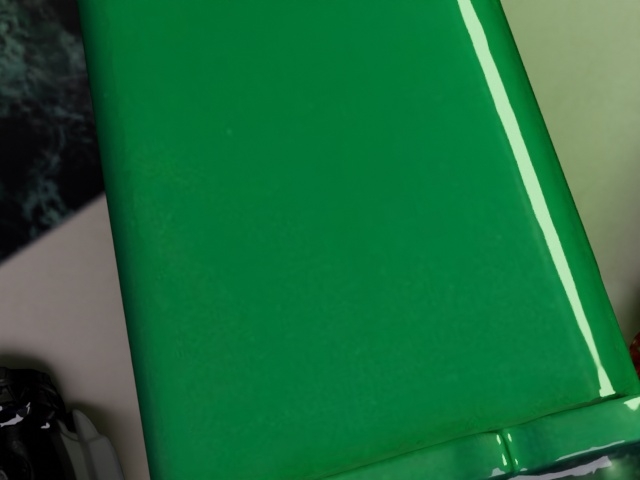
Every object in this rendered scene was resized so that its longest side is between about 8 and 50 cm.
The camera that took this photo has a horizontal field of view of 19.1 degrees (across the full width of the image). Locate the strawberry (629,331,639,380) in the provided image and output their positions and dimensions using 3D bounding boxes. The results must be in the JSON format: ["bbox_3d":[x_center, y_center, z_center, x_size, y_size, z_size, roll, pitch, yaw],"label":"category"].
[{"bbox_3d":[0.246,0.099,1.155,0.146,0.082,0.187,0,125,6],"label":"strawberry"}]

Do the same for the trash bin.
[{"bbox_3d":[0.000,0.000,0.925,0.295,0.259,0.381,-16,78,7],"label":"trash bin"}]

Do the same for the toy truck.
[{"bbox_3d":[-0.212,0.199,1.169,0.213,0.161,0.177,-20,141,-3],"label":"toy truck"}]
